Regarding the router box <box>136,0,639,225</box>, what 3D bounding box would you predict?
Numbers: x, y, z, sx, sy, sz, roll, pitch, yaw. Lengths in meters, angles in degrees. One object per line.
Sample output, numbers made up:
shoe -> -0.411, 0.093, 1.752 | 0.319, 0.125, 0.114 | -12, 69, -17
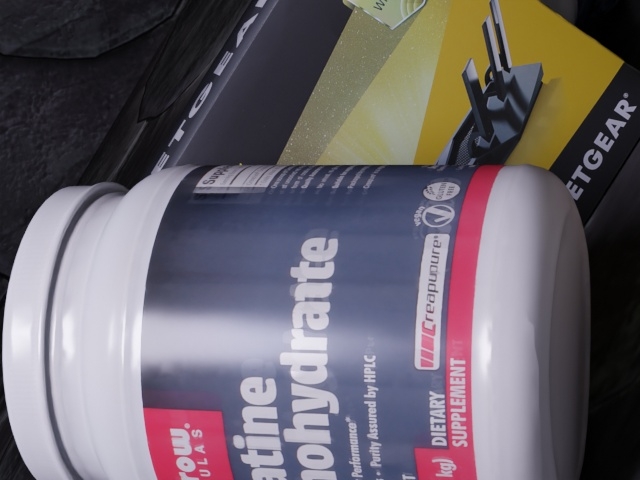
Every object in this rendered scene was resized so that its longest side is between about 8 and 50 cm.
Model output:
router box -> 0.030, -0.032, 1.043 | 0.309, 0.243, 0.081 | -58, 16, 2

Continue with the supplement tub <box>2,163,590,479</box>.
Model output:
supplement tub -> -0.005, 0.055, 0.865 | 0.191, 0.272, 0.191 | 0, -90, -74

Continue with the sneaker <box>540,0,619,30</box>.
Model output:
sneaker -> 0.100, -0.129, 1.265 | 0.323, 0.130, 0.236 | -53, 6, 33
